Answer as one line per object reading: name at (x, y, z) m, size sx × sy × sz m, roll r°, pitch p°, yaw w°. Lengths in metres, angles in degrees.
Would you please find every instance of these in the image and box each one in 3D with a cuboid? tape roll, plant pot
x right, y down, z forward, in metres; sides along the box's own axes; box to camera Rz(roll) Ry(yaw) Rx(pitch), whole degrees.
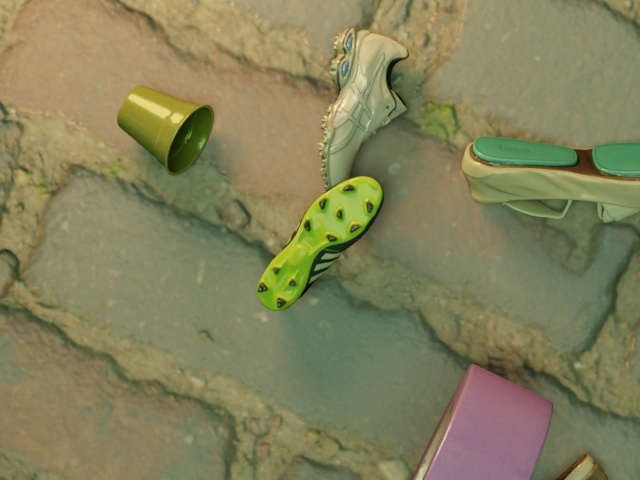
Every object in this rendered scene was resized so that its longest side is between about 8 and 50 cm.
tape roll at (0.128, 0.262, 1.423) m, size 0.090 × 0.275 × 0.275 m, roll 25°, pitch 99°, yaw 6°
plant pot at (-0.167, -0.123, 1.531) m, size 0.079 × 0.083 × 0.083 m, roll 31°, pitch 100°, yaw 17°

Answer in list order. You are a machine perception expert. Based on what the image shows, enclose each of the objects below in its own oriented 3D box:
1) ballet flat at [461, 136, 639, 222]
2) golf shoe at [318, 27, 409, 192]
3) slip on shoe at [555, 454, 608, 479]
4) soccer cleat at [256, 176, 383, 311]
ballet flat at (0.266, -0.058, 1.476) m, size 0.248 × 0.086 × 0.086 m, roll 5°, pitch 97°, yaw 9°
golf shoe at (0.044, -0.126, 1.502) m, size 0.086 × 0.069 × 0.176 m, roll 10°, pitch 99°, yaw 1°
slip on shoe at (0.241, 0.281, 1.524) m, size 0.135 × 0.051 × 0.041 m, roll -42°, pitch 86°, yaw 2°
soccer cleat at (0.000, 0.000, 1.514) m, size 0.060 × 0.072 × 0.179 m, roll 44°, pitch 105°, yaw 4°
